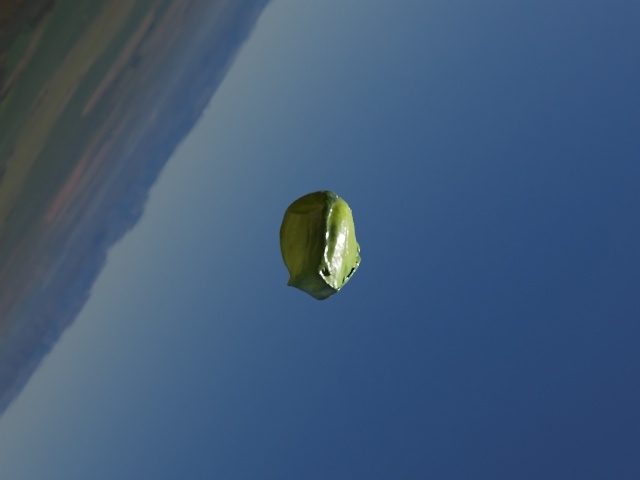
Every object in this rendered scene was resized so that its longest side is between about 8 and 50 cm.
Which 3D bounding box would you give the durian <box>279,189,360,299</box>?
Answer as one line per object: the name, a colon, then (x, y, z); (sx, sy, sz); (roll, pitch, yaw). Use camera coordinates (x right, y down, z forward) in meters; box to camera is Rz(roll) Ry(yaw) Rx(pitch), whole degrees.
durian: (0.000, 0.000, 1.580); (0.101, 0.139, 0.250); (-10, -157, 10)
